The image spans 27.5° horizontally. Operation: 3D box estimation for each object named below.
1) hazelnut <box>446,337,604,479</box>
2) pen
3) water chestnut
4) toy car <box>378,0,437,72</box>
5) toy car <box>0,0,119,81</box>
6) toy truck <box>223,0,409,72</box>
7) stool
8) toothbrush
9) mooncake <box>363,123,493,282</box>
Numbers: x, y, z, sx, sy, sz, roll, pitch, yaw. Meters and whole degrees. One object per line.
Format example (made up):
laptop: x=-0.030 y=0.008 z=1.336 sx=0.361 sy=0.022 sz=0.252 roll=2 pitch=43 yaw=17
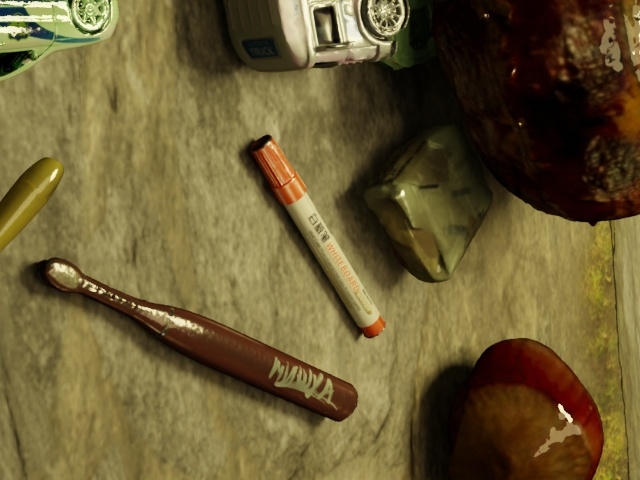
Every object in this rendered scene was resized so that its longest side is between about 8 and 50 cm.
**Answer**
hazelnut: x=0.203 y=0.211 z=1.361 sx=0.170 sy=0.160 sz=0.201 roll=8 pitch=126 yaw=-31
pen: x=0.000 y=0.000 z=1.225 sx=0.028 sy=0.028 sz=0.239 roll=-49 pitch=124 yaw=-29
water chestnut: x=0.278 y=-0.198 z=1.254 sx=0.350 sy=0.302 sz=0.350 roll=36 pitch=49 yaw=-56
toy car: x=0.072 y=-0.255 z=1.253 sx=0.093 sy=0.058 sz=0.186 roll=-26 pitch=112 yaw=-37
toy car: x=-0.251 y=-0.149 z=0.938 sx=0.224 sy=0.090 sz=0.076 roll=-8 pitch=102 yaw=-42
toy truck: x=-0.033 y=-0.273 z=1.111 sx=0.155 sy=0.124 sz=0.267 roll=-18 pitch=104 yaw=-33
stool: x=-0.262 y=-0.033 z=0.918 sx=0.134 sy=0.135 sz=0.110 roll=24 pitch=74 yaw=-5
toothbrush: x=-0.095 y=0.090 z=1.137 sx=0.364 sy=0.041 sz=0.040 roll=29 pitch=74 yaw=-40
mooncake: x=0.104 y=-0.035 z=1.287 sx=0.125 sy=0.073 sz=0.130 roll=-49 pitch=122 yaw=-31
